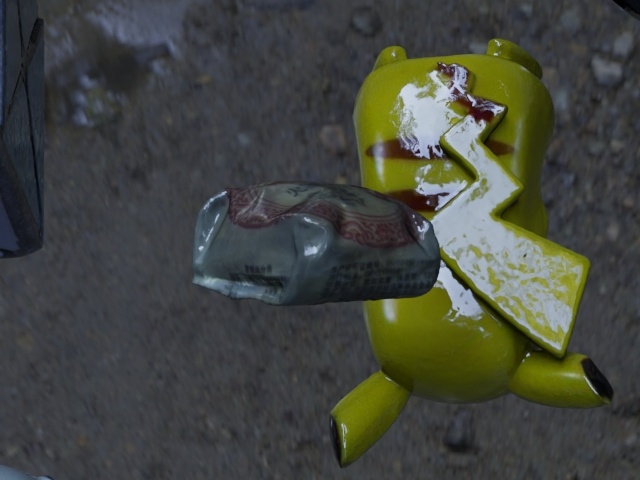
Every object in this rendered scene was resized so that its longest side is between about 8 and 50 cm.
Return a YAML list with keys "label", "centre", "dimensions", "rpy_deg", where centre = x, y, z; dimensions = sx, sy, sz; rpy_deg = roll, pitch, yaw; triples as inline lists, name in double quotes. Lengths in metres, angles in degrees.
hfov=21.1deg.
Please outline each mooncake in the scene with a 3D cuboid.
- label: "mooncake"
  centre: [0.000, 0.000, 1.078]
  dimensions: [0.125, 0.130, 0.073]
  rpy_deg: [-3, 100, -40]

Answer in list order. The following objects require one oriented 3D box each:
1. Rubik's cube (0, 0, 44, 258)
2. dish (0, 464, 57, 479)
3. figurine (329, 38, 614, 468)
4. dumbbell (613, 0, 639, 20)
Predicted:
- label: "Rubik's cube"
  centre: [-0.362, -0.134, 1.401]
  dimensions: [0.254, 0.260, 0.259]
  rpy_deg: [-5, 70, -1]
- label: "dish"
  centre: [-0.212, 0.241, 1.270]
  dimensions: [0.078, 0.246, 0.224]
  rpy_deg: [-30, 78, -27]
- label: "figurine"
  centre: [0.115, 0.005, 1.334]
  dimensions: [0.218, 0.169, 0.327]
  rpy_deg: [-5, 85, 17]
- label: "dumbbell"
  centre: [0.301, -0.296, 1.094]
  dimensions: [0.322, 0.203, 0.204]
  rpy_deg: [-39, 63, 33]
